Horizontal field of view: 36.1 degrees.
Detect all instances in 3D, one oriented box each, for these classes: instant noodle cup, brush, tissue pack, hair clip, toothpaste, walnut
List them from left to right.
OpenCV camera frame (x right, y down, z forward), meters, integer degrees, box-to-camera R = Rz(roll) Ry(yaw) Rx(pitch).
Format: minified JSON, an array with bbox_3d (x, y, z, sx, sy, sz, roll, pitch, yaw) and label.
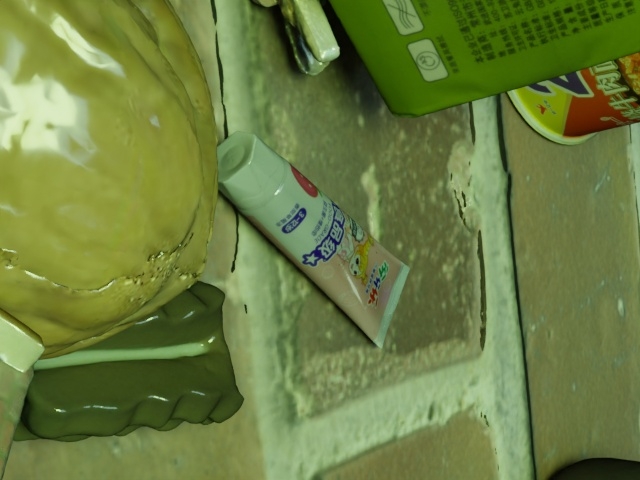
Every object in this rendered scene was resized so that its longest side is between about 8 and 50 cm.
[{"bbox_3d":[-0.150,-0.052,0.405,0.245,0.198,0.198,36,64,-16],"label":"walnut"},{"bbox_3d":[-0.168,0.064,0.477,0.301,0.071,0.084,0,78,-43],"label":"brush"},{"bbox_3d":[-0.035,-0.207,0.615,0.062,0.056,0.214,-24,100,-19],"label":"hair clip"},{"bbox_3d":[0.000,0.000,0.652,0.194,0.043,0.067,42,59,-41],"label":"toothpaste"},{"bbox_3d":[0.081,-0.239,0.572,0.275,0.200,0.167,55,34,-38],"label":"tissue pack"},{"bbox_3d":[0.271,-0.190,0.810,0.213,0.174,0.213,1,89,-42],"label":"instant noodle cup"}]

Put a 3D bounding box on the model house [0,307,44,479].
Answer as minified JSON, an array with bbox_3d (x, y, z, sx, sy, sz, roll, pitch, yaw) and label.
[{"bbox_3d":[-0.274,0.099,0.276,0.244,0.169,0.326,39,97,-28],"label":"model house"}]

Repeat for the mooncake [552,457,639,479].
[{"bbox_3d":[0.256,0.300,0.821,0.245,0.133,0.245,1,89,-43],"label":"mooncake"}]
